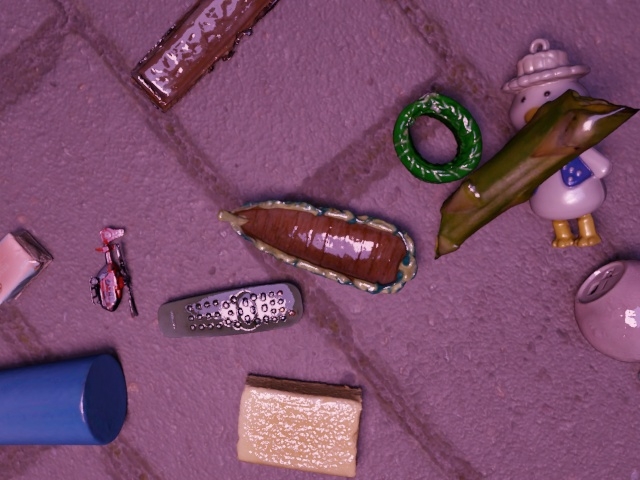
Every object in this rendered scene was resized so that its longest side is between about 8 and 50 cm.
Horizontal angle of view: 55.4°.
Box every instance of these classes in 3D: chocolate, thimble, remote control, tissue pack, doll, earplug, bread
[{"bbox_3d":[-0.149,-0.331,0.891,0.102,0.065,0.329,45,94,1],"label":"chocolate"},{"bbox_3d":[0.163,-0.143,0.869,0.118,0.090,0.130,-19,92,6],"label":"thimble"},{"bbox_3d":[-0.137,0.108,0.930,0.222,0.042,0.072,-8,93,3],"label":"remote control"},{"bbox_3d":[-0.474,0.040,0.939,0.074,0.059,0.094,44,95,2],"label":"tissue pack"},{"bbox_3d":[0.486,0.157,0.845,0.151,0.151,0.287,-44,93,5],"label":"doll"},{"bbox_3d":[0.328,-0.134,0.846,0.119,0.138,0.293,-15,97,-36],"label":"doll"},{"bbox_3d":[-0.450,0.249,0.923,0.273,0.132,0.132,-6,93,8],"label":"earplug"},{"bbox_3d":[-0.032,0.278,0.921,0.188,0.068,0.125,6,94,4],"label":"bread"}]

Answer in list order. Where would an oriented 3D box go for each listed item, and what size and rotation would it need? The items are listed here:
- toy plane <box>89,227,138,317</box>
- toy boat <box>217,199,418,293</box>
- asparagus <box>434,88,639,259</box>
[{"bbox_3d":[-0.323,0.052,0.942,0.060,0.037,0.145,-6,95,0],"label":"toy plane"},{"bbox_3d":[-0.003,-0.002,0.889,0.293,0.099,0.108,16,95,-5],"label":"toy boat"},{"bbox_3d":[0.251,-0.084,0.809,0.085,0.082,0.343,44,132,-4],"label":"asparagus"}]
